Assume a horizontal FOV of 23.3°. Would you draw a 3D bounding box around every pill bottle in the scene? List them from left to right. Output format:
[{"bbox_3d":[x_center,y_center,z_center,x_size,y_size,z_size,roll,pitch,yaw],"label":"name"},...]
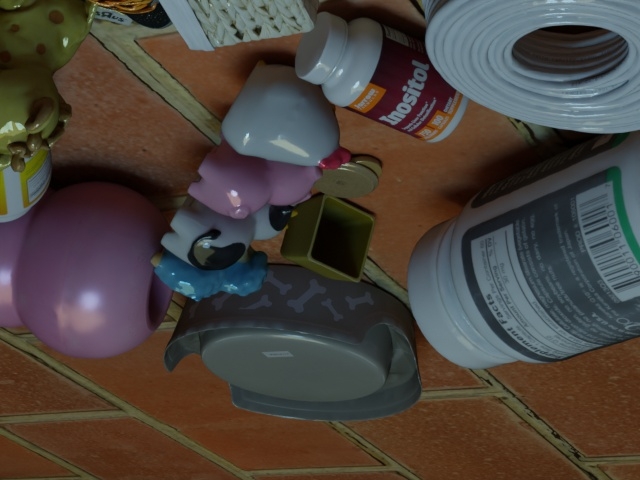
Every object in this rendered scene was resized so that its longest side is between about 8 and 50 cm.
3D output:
[{"bbox_3d":[-0.342,-0.100,1.626,0.117,0.117,0.215,10,155,-4],"label":"pill bottle"},{"bbox_3d":[0.057,-0.153,1.427,0.152,0.086,0.086,19,153,-24],"label":"pill bottle"},{"bbox_3d":[0.264,0.012,1.584,0.204,0.204,0.361,23,152,-29],"label":"pill bottle"}]

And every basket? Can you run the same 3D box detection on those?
[{"bbox_3d":[-0.066,-0.225,1.110,0.103,0.113,0.167,-2,155,16],"label":"basket"}]

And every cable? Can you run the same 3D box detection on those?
[{"bbox_3d":[0.212,-0.181,1.314,0.257,0.089,0.257,-3,154,22],"label":"cable"}]

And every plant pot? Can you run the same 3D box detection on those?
[{"bbox_3d":[0.000,0.000,1.790,0.081,0.081,0.083,26,161,-34],"label":"plant pot"}]

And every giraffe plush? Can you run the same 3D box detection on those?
[{"bbox_3d":[-0.291,-0.153,1.429,0.210,0.170,0.181,8,155,1],"label":"giraffe plush"}]

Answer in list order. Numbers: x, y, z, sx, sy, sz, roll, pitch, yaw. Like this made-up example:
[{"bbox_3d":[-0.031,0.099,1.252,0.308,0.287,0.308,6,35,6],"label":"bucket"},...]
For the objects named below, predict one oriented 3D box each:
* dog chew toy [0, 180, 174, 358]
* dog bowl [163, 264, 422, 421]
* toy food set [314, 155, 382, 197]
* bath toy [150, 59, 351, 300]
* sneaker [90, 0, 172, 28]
[{"bbox_3d":[-0.338,0.017,1.801,0.332,0.206,0.206,12,157,11],"label":"dog chew toy"},{"bbox_3d":[-0.032,0.138,2.070,0.349,0.102,0.349,6,155,3],"label":"dog bowl"},{"bbox_3d":[0.023,-0.071,1.693,0.083,0.020,0.083,10,156,-3],"label":"toy food set"},{"bbox_3d":[-0.063,-0.057,1.616,0.129,0.151,0.348,30,145,-2],"label":"bath toy"},{"bbox_3d":[-0.175,-0.233,1.326,0.084,0.083,0.215,-3,157,16],"label":"sneaker"}]
